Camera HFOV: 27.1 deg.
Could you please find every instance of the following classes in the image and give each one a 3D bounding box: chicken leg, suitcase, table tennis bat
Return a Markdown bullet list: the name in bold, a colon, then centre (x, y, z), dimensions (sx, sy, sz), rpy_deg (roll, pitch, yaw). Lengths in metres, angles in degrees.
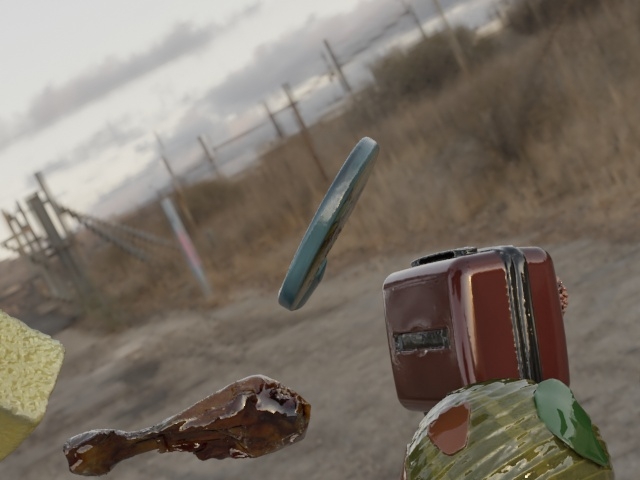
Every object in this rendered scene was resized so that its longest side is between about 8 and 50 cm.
- **chicken leg**: centre (-0.159, 0.227, 1.607), dimensions (0.304, 0.093, 0.113), rpy_deg (-8, -38, -15)
- **suitcase**: centre (0.210, 0.129, 1.851), dimensions (0.161, 0.236, 0.297), rpy_deg (-6, -5, -19)
- **table tennis bat**: centre (0.000, 0.000, 1.591), dimensions (0.215, 0.044, 0.329), rpy_deg (-61, -2, -30)

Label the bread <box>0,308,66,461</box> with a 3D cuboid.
- **bread**: centre (-0.252, 0.118, 1.010), dimensions (0.109, 0.084, 0.080), rpy_deg (-43, 26, 41)

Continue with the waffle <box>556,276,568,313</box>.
- **waffle**: centre (0.357, 0.097, 2.085), dimensions (0.029, 0.075, 0.083), rpy_deg (8, -59, -29)

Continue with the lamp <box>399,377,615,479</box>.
- **lamp**: centre (0.222, 0.295, 1.478), dimensions (0.250, 0.284, 0.250), rpy_deg (-31, -23, -15)
